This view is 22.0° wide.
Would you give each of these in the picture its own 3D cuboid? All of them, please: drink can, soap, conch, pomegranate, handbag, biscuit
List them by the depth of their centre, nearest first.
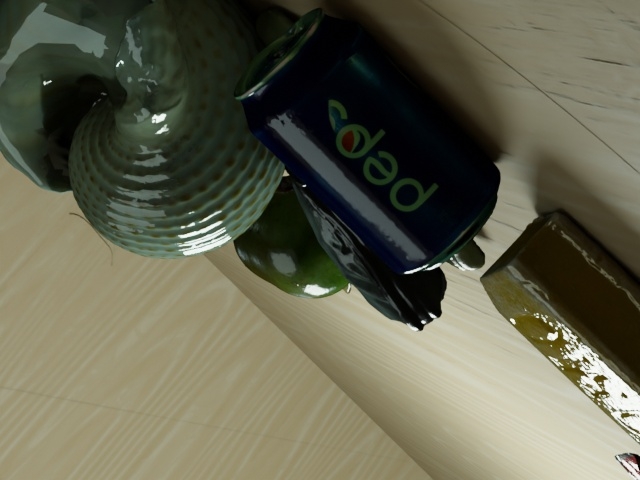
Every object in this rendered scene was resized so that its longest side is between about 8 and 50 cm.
[{"bbox_3d":[0.036,-0.075,1.257,0.205,0.118,0.118,43,171,-15],"label":"drink can"},{"bbox_3d":[0.234,0.082,1.308,0.232,0.073,0.140,43,167,-2],"label":"soap"},{"bbox_3d":[0.046,-0.082,1.450,0.322,0.038,0.099,48,172,-37],"label":"biscuit"},{"bbox_3d":[-0.157,-0.149,1.455,0.303,0.215,0.319,31,138,12],"label":"conch"},{"bbox_3d":[0.043,-0.007,1.513,0.191,0.075,0.332,53,-174,1],"label":"handbag"},{"bbox_3d":[0.000,0.000,1.817,0.191,0.131,0.152,19,-176,-44],"label":"pomegranate"}]

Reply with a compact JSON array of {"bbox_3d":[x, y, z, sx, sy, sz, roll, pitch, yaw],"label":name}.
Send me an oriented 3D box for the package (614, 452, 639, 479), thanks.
[{"bbox_3d":[0.390,0.274,1.627,0.194,0.071,0.269,43,-176,5],"label":"package"}]
